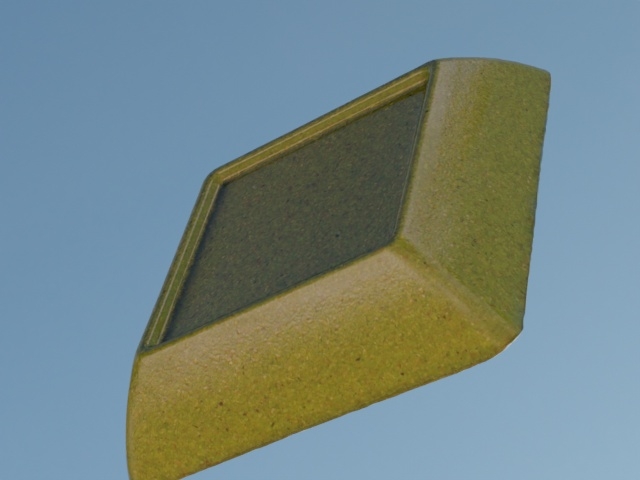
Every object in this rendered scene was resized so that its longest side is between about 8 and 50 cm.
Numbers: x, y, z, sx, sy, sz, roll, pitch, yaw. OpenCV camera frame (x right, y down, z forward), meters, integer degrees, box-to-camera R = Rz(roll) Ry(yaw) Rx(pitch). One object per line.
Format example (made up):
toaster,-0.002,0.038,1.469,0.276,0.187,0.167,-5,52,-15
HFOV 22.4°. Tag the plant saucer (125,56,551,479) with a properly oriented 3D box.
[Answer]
plant saucer,0.000,0.000,0.680,0.188,0.188,0.045,-25,-60,28
